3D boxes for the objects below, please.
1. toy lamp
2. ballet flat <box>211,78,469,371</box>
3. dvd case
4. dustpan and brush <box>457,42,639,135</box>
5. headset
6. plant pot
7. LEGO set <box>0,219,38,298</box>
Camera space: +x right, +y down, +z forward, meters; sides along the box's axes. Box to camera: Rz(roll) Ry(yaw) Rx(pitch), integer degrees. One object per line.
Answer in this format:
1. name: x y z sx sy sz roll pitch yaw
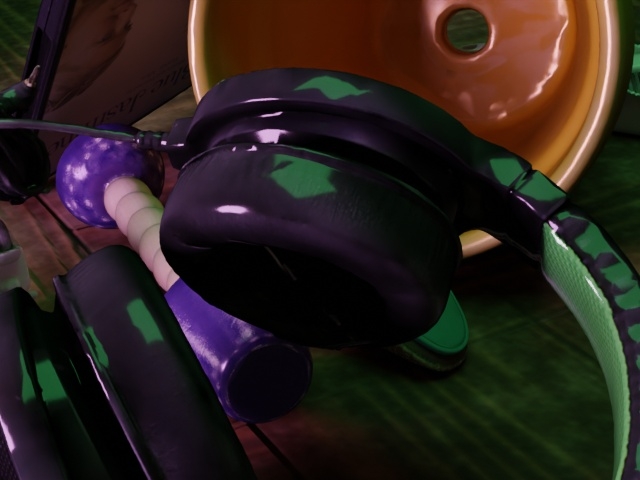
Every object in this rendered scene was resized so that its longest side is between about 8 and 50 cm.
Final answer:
1. toy lamp: -0.078 0.012 0.761 0.080 0.080 0.275 -12 30 -19
2. ballet flat: 0.000 0.000 0.762 0.073 0.067 0.206 -19 67 -50
3. dvd case: -0.115 -0.136 0.871 0.022 0.253 0.180 46 57 8
4. dustpan and brush: 0.201 -0.123 1.021 0.211 0.060 0.147 -5 28 -6
5. headset: -0.040 0.038 0.587 0.394 0.185 0.243 38 73 20
6. plant pot: 0.076 -0.129 0.873 0.254 0.254 0.239 7 13 16
7. LEGO set: -0.266 0.074 0.668 0.287 0.107 0.132 -21 -1 -25
